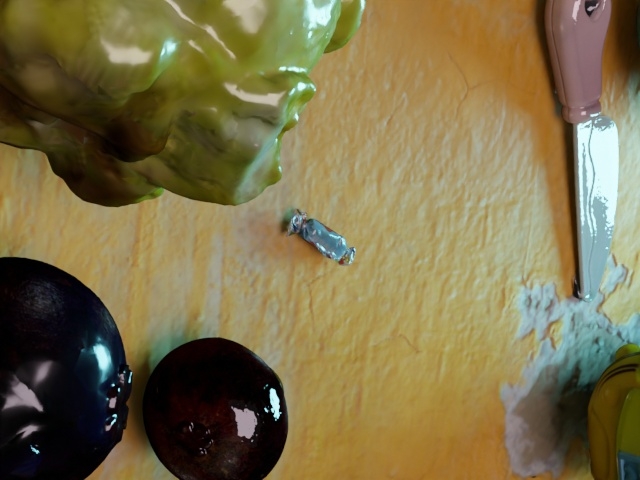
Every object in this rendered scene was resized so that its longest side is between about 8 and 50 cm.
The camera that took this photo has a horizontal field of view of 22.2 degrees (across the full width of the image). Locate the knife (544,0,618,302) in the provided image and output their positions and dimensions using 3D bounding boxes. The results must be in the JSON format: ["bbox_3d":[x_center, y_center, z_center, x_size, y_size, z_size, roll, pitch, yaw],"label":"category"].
[{"bbox_3d":[0.262,-0.099,1.596,0.081,0.043,0.336,-28,122,-35],"label":"knife"}]

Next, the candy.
[{"bbox_3d":[0.000,0.001,1.428,0.083,0.020,0.030,37,79,-38],"label":"candy"}]

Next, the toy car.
[{"bbox_3d":[0.353,0.176,1.652,0.248,0.142,0.200,-21,114,-41],"label":"toy car"}]

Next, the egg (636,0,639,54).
[{"bbox_3d":[0.396,-0.189,1.578,0.169,0.169,0.236,-40,114,-22],"label":"egg"}]

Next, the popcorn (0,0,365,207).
[{"bbox_3d":[-0.126,-0.190,1.129,0.312,0.312,0.312,-9,106,-34],"label":"popcorn"}]

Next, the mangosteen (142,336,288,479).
[{"bbox_3d":[-0.080,0.141,1.352,0.140,0.140,0.140,-9,106,-34],"label":"mangosteen"}]

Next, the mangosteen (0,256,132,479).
[{"bbox_3d":[-0.253,0.104,1.184,0.230,0.194,0.194,6,99,-2],"label":"mangosteen"}]
